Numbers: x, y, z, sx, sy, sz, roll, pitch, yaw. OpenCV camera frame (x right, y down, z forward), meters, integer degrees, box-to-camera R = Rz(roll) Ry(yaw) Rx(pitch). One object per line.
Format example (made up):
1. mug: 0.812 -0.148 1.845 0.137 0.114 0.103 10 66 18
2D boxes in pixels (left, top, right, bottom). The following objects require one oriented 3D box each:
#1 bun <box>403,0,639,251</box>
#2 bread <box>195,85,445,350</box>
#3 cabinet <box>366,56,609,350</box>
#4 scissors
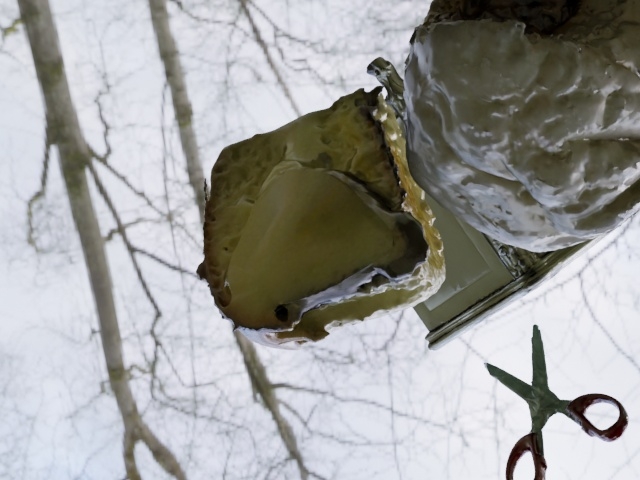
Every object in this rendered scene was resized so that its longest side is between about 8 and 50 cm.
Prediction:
1. bun: 0.185 -0.125 0.741 0.205 0.281 0.281 17 -144 19
2. bread: 0.000 0.000 0.881 0.204 0.162 0.262 -17 -141 12
3. cabinet: 0.200 -0.090 1.268 0.290 0.227 0.318 -29 -98 -37
4. scissors: 0.241 0.174 1.102 0.144 0.017 0.247 -39 -159 11
